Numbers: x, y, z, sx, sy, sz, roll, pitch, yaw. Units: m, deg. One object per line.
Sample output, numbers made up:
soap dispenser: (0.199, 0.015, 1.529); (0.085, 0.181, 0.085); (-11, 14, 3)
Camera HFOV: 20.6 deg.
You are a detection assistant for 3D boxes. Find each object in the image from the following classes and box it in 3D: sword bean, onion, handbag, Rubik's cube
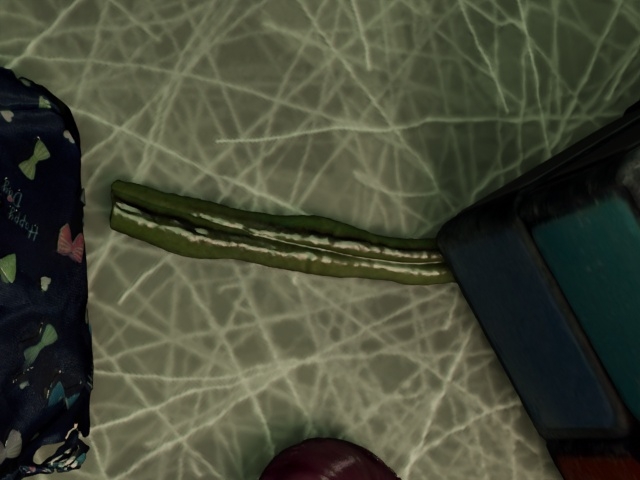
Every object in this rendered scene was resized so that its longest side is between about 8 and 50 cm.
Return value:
sword bean: (0.001, 0.000, 1.108); (0.269, 0.038, 0.043); (7, 91, -8)
onion: (0.004, 0.179, 1.082); (0.104, 0.115, 0.115); (-25, 93, 37)
handbag: (-0.217, 0.024, 1.021); (0.113, 0.162, 0.260); (-3, 91, 32)
Rubik's cube: (0.299, 0.036, 0.989); (0.313, 0.316, 0.318); (-30, 91, -16)
